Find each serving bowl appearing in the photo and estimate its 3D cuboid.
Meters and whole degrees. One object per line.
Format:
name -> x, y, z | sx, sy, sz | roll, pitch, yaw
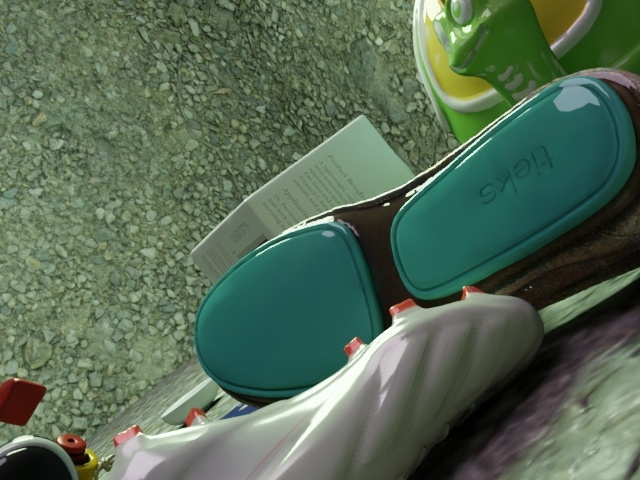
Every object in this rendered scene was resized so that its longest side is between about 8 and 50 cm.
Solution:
serving bowl -> -0.160, 0.207, 1.080 | 0.083, 0.027, 0.083 | -36, 1, 1

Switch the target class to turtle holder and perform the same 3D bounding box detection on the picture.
turtle holder -> 0.182, -0.169, 0.765 | 0.320, 0.227, 0.243 | -38, 2, -33

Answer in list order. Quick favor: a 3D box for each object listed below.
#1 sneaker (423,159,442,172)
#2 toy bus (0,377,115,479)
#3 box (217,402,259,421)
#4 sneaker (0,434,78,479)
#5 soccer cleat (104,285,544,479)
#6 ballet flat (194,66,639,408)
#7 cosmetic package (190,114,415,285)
sneaker -> 0.063, 0.029, 0.617 | 0.225, 0.088, 0.092 | -38, -19, -48
toy bus -> -0.238, 0.228, 0.694 | 0.202, 0.191, 0.104 | -38, 45, -23
box -> -0.091, 0.166, 0.537 | 0.225, 0.036, 0.136 | -39, 2, -20
sneaker -> -0.195, 0.215, 0.457 | 0.097, 0.084, 0.234 | -13, 39, 49
soccer cleat -> 0.013, 0.082, 0.331 | 0.196, 0.076, 0.068 | -21, -41, -18
ballet flat -> 0.059, 0.022, 0.449 | 0.106, 0.107, 0.316 | 8, -25, -41
cosmetic package -> 0.000, 0.000, 0.872 | 0.184, 0.151, 0.151 | -38, 1, -36
